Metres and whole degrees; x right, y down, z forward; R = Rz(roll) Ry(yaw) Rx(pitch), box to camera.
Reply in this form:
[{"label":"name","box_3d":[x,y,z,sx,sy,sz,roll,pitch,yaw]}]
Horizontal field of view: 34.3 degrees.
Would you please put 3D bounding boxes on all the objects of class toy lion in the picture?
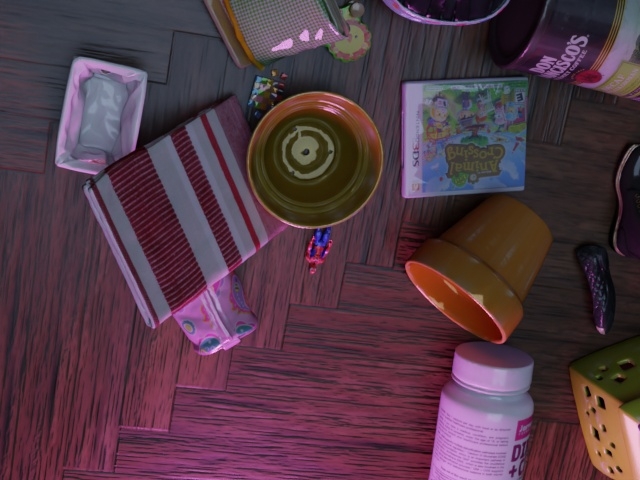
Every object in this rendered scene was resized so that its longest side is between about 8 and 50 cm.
[{"label":"toy lion","box_3d":[0.031,-0.329,1.635,0.100,0.034,0.096,-4,113,-10]}]

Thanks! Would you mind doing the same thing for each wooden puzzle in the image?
[{"label":"wooden puzzle","box_3d":[-0.085,-0.232,1.647,0.049,0.006,0.083,13,102,-15]}]

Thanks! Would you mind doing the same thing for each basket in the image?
[{"label":"basket","box_3d":[-0.329,-0.190,1.559,0.113,0.103,0.167,10,103,-14]}]

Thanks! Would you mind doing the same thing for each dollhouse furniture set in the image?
[{"label":"dollhouse furniture set","box_3d":[-0.122,-0.373,1.481,0.197,0.151,0.301,-11,116,37]}]

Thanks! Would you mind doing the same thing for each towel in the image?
[{"label":"towel","box_3d":[-0.192,-0.050,1.557,0.329,0.037,0.237,-39,114,-43]}]

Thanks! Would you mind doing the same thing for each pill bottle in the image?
[{"label":"pill bottle","box_3d":[0.280,0.329,1.793,0.160,0.160,0.283,3,104,-12]}]

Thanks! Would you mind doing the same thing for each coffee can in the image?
[{"label":"coffee can","box_3d":[0.432,-0.337,1.621,0.275,0.201,0.201,11,103,-14]}]

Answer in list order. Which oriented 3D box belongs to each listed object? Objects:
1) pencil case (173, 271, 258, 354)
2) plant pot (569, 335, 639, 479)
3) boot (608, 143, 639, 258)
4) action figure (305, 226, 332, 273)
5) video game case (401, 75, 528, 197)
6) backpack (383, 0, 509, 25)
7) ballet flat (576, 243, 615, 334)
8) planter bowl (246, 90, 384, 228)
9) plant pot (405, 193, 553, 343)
[{"label":"pencil case","box_3d":[-0.206,0.040,1.639,0.124,0.124,0.284,-25,109,-4]},{"label":"plant pot","box_3d":[0.599,0.313,1.832,0.228,0.207,0.227,-19,108,-5]},{"label":"boot","box_3d":[0.558,-0.058,1.757,0.077,0.137,0.198,-3,105,-11]},{"label":"action figure","box_3d":[0.000,0.000,1.718,0.038,0.030,0.115,10,105,-19]},{"label":"video game case","box_3d":[0.239,-0.171,1.721,0.212,0.023,0.193,-4,106,-11]},{"label":"backpack","box_3d":[0.186,-0.447,1.547,0.225,0.191,0.253,2,97,-9]},{"label":"ballet flat","box_3d":[0.490,0.086,1.839,0.057,0.049,0.173,-34,118,-49]},{"label":"planter bowl","box_3d":[-0.015,-0.133,1.644,0.217,0.090,0.217,-3,105,-11]},{"label":"plant pot","box_3d":[0.276,0.033,1.706,0.205,0.205,0.188,45,77,-19]}]
